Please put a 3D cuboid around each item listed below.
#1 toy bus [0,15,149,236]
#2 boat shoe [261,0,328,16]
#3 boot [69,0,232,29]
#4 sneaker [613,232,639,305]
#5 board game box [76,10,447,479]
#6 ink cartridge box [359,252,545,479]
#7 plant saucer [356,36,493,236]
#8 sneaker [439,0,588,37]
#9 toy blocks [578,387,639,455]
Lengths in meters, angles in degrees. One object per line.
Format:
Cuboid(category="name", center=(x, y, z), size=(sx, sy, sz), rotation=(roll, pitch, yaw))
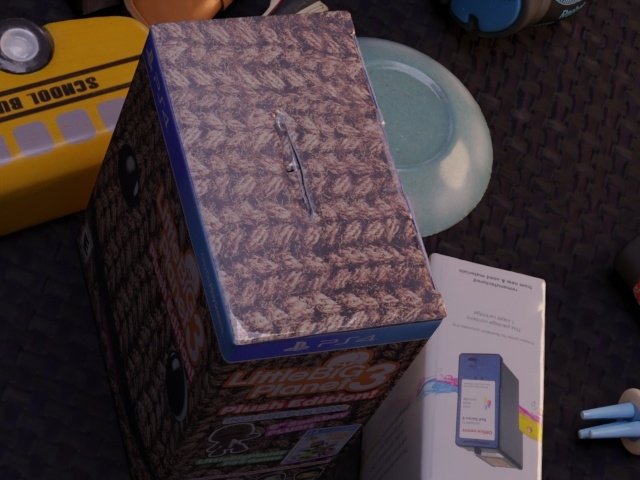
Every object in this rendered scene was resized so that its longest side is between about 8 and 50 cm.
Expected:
Cuboid(category="toy bus", center=(-0.271, -0.067, 1.409), size=(0.333, 0.108, 0.130), rotation=(-19, 71, -27))
Cuboid(category="boat shoe", center=(-0.039, -0.159, 1.573), size=(0.043, 0.049, 0.137), rotation=(33, 52, -1))
Cuboid(category="boot", center=(-0.101, -0.190, 1.544), size=(0.152, 0.073, 0.197), rotation=(-24, 64, -28))
Cuboid(category="sneaker", center=(0.382, 0.016, 1.586), size=(0.270, 0.090, 0.145), rotation=(-26, 73, -25))
Cuboid(category="board game box", center=(-0.054, 0.022, 1.320), size=(0.141, 0.291, 0.232), rotation=(-6, 64, -21))
Cuboid(category="ink cartridge box", center=(0.090, 0.142, 1.379), size=(0.093, 0.154, 0.212), rotation=(14, 57, -12))
Cuboid(category="plant saucer", center=(0.056, -0.094, 1.572), size=(0.195, 0.037, 0.195), rotation=(8, 60, -14))
Cuboid(category="sneaker", center=(0.117, -0.324, 1.691), size=(0.140, 0.125, 0.341), rotation=(-14, 70, -44))
Cuboid(category="toy blocks", center=(0.279, 0.170, 1.485), size=(0.148, 0.054, 0.123), rotation=(-4, 63, -20))
